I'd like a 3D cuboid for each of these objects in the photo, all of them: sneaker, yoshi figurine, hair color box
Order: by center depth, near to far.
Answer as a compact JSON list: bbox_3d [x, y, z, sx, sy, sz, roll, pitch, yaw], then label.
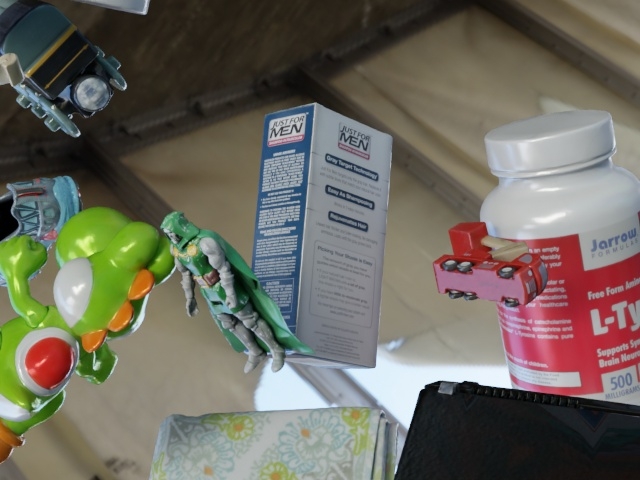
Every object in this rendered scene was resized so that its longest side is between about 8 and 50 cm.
[{"bbox_3d":[-0.331,0.094,1.339,0.362,0.203,0.203,-41,-14,6],"label":"yoshi figurine"},{"bbox_3d":[0.000,0.000,1.528,0.174,0.105,0.347,18,-107,-46],"label":"hair color box"},{"bbox_3d":[-0.453,-0.019,1.563,0.125,0.104,0.262,1,-32,-41],"label":"sneaker"}]

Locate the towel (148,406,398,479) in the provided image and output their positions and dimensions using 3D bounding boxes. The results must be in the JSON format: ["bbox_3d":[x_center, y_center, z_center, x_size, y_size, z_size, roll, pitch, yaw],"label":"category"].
[{"bbox_3d":[-0.078,0.390,1.509,0.090,0.375,0.320,68,-157,-46],"label":"towel"}]

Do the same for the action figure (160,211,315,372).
[{"bbox_3d":[-0.117,0.059,1.273,0.232,0.137,0.063,57,-134,-25],"label":"action figure"}]

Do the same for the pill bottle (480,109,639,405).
[{"bbox_3d":[0.352,0.033,1.517,0.229,0.229,0.407,-24,-72,-36],"label":"pill bottle"}]

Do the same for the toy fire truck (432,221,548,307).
[{"bbox_3d":[0.215,0.027,1.347,0.135,0.192,0.047,-29,-66,-38],"label":"toy fire truck"}]

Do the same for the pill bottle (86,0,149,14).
[{"bbox_3d":[-0.301,-0.489,1.595,0.161,0.161,0.283,0,-76,-53],"label":"pill bottle"}]

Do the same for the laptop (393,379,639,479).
[{"bbox_3d":[0.154,0.142,0.460,0.264,0.234,0.136,48,-130,-69],"label":"laptop"}]

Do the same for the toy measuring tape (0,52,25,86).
[{"bbox_3d":[-0.524,-0.230,1.317,0.330,0.121,0.121,-3,-38,0],"label":"toy measuring tape"}]

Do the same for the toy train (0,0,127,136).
[{"bbox_3d":[-0.412,-0.273,1.591,0.142,0.334,0.190,-46,-57,-8],"label":"toy train"}]
